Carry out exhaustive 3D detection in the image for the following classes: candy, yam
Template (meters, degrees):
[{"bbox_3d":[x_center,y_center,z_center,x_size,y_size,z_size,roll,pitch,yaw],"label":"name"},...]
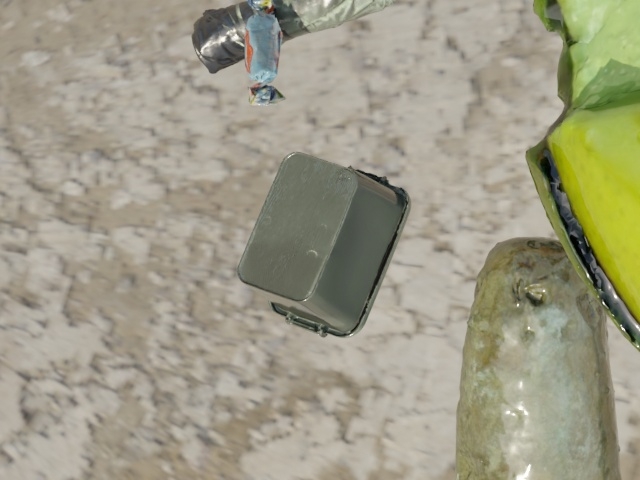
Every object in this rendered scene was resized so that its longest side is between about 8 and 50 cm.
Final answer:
[{"bbox_3d":[-0.038,-0.132,1.304,0.030,0.020,0.083,4,71,-9],"label":"candy"},{"bbox_3d":[0.155,0.157,1.341,0.133,0.133,0.330,-8,104,-18],"label":"yam"}]

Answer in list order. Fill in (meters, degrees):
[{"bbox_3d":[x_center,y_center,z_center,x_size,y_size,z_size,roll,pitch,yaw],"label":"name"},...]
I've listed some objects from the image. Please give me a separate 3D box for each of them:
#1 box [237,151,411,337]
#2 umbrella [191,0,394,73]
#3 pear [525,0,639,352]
[{"bbox_3d":[0.000,0.000,1.297,0.069,0.084,0.122,32,78,-57],"label":"box"},{"bbox_3d":[-0.007,-0.169,1.335,0.188,0.050,0.046,-18,95,27],"label":"umbrella"},{"bbox_3d":[0.226,-0.084,0.765,0.159,0.292,0.292,23,85,-33],"label":"pear"}]
